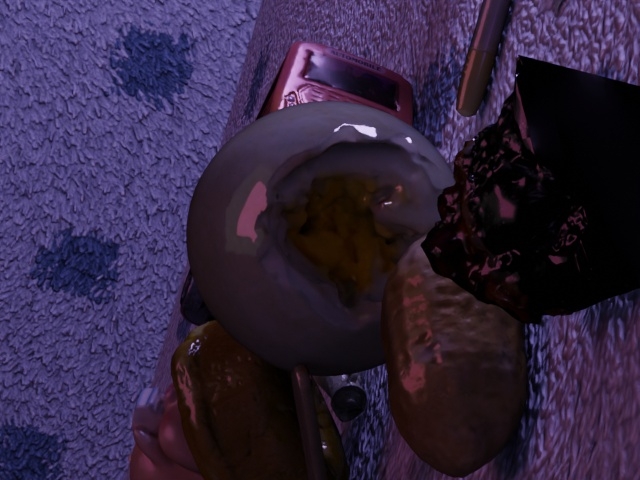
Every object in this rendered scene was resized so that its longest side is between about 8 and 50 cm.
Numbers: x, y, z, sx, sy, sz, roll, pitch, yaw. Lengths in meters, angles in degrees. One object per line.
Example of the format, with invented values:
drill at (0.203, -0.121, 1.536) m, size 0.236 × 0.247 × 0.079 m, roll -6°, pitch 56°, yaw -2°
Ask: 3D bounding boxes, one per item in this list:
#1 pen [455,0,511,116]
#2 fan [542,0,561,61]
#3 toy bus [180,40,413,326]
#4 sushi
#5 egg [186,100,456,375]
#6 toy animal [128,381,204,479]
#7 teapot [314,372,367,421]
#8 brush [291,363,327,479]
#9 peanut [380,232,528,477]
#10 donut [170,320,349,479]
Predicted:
pen at (0.187, -0.244, 1.499) m, size 0.040 × 0.032 × 0.233 m, roll 23°, pitch -96°, yaw -79°
fan at (0.234, -0.263, 1.356) m, size 0.182 × 0.010 × 0.310 m, roll 159°, pitch 126°, yaw -74°
toy bus at (-0.038, -0.046, 1.857) m, size 0.427 × 0.203 × 0.233 m, roll 120°, pitch 165°, yaw -47°
sushi at (0.161, -0.020, 1.061) m, size 0.150 × 0.153 × 0.172 m, roll -31°, pitch 62°, yaw 43°
egg at (0.000, 0.000, 1.439) m, size 0.336 × 0.278 × 0.278 m, roll 161°, pitch 124°, yaw -75°
toy animal at (-0.162, 0.276, 1.969) m, size 0.195 × 0.213 × 0.256 m, roll -66°, pitch -5°, yaw -50°
teapot at (0.028, 0.169, 1.640) m, size 0.083 × 0.057 × 0.067 m, roll -112°, pitch 36°, yaw -59°
brush at (0.005, 0.284, 1.357) m, size 0.085 × 0.020 × 0.336 m, roll -170°, pitch 71°, yaw -77°
peanut at (0.113, 0.093, 1.196) m, size 0.129 × 0.129 × 0.224 m, roll 121°, pitch 160°, yaw -51°
donut at (-0.065, 0.210, 1.563) m, size 0.208 × 0.128 × 0.261 m, roll -72°, pitch -42°, yaw -70°
